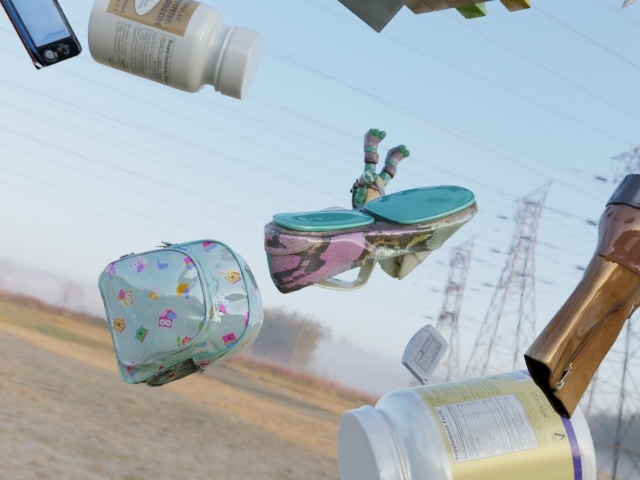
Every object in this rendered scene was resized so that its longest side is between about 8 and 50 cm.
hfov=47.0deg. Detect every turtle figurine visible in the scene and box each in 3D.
[{"bbox_3d":[0.116,-0.101,1.505,0.118,0.234,0.175,-4,-27,31],"label":"turtle figurine"}]

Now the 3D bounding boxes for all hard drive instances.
[{"bbox_3d":[0.099,-0.409,1.180,0.094,0.022,0.135,35,-41,-13],"label":"hard drive"}]

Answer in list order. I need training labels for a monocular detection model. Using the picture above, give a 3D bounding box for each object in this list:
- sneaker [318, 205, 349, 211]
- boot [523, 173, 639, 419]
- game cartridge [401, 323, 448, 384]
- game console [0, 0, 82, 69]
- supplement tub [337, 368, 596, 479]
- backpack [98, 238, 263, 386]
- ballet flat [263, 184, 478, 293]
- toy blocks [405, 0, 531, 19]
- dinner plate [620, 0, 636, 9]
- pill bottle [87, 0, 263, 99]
[{"bbox_3d":[0.000,0.000,1.549,0.103,0.111,0.252,48,-44,2],"label":"sneaker"},{"bbox_3d":[0.377,0.101,0.918,0.096,0.280,0.264,20,-20,40],"label":"boot"},{"bbox_3d":[0.154,0.166,1.096,0.056,0.083,0.017,49,-37,-10],"label":"game cartridge"},{"bbox_3d":[-0.422,-0.337,1.093,0.085,0.124,0.144,-10,-70,48],"label":"game console"},{"bbox_3d":[0.213,0.334,1.117,0.331,0.241,0.241,-6,-7,-16],"label":"supplement tub"},{"bbox_3d":[-0.170,0.082,0.914,0.188,0.166,0.144,-16,-17,-3],"label":"backpack"},{"bbox_3d":[0.047,0.002,0.656,0.221,0.079,0.077,-12,26,-33],"label":"ballet flat"},{"bbox_3d":[0.302,-0.598,1.425,0.381,0.261,0.190,4,-14,43],"label":"toy blocks"},{"bbox_3d":[0.419,-0.329,0.884,0.017,0.141,0.141,55,-13,4],"label":"dinner plate"},{"bbox_3d":[-0.208,-0.290,1.079,0.229,0.131,0.131,18,-12,0],"label":"pill bottle"}]
